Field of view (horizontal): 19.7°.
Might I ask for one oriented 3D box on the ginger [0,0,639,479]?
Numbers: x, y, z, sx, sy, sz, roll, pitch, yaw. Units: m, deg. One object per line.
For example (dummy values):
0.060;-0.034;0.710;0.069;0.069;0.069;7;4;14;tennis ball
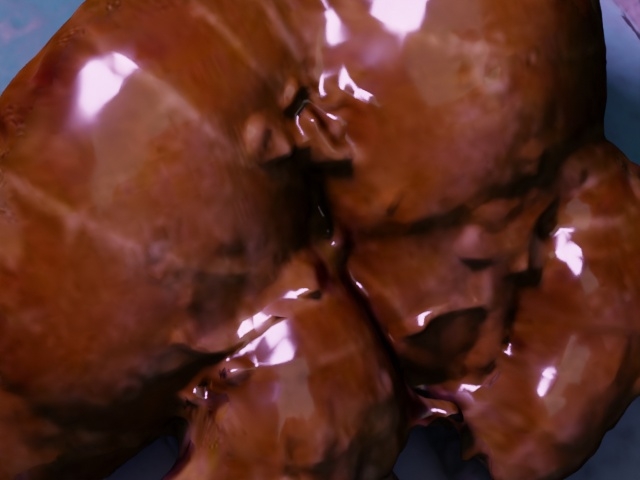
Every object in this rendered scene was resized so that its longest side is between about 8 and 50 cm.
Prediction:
-0.011;0.001;0.799;0.357;0.152;0.274;-21;90;-7;ginger
